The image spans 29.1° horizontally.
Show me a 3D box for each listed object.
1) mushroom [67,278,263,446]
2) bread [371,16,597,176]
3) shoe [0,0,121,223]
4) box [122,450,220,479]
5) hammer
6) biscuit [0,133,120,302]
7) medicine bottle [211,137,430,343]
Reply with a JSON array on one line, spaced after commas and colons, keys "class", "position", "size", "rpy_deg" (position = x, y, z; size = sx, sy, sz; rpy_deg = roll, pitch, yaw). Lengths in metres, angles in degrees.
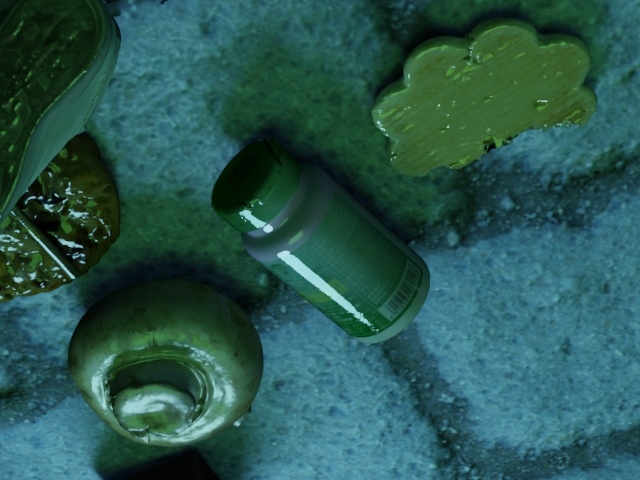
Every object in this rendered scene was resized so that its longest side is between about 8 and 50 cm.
[{"class": "mushroom", "position": [-0.188, 0.159, 1.542], "size": [0.255, 0.184, 0.255], "rpy_deg": [-2, 117, -4]}, {"class": "bread", "position": [0.180, -0.168, 1.384], "size": [0.251, 0.039, 0.182], "rpy_deg": [-18, 129, 10]}, {"class": "shoe", "position": [-0.303, -0.136, 1.292], "size": [0.124, 0.159, 0.316], "rpy_deg": [41, 109, 1]}, {"class": "box", "position": [-0.194, 0.450, 1.730], "size": [0.167, 0.294, 0.193], "rpy_deg": [-26, 129, 3]}, {"class": "hammer", "position": [-0.324, -0.015, 1.393], "size": [0.062, 0.017, 0.182], "rpy_deg": [-26, 133, 11]}, {"class": "biscuit", "position": [-0.401, -0.032, 1.423], "size": [0.334, 0.081, 0.289], "rpy_deg": [-7, 132, -1]}, {"class": "medicine bottle", "position": [0.000, 0.000, 1.450], "size": [0.133, 0.133, 0.274], "rpy_deg": [-34, 126, 22]}]
